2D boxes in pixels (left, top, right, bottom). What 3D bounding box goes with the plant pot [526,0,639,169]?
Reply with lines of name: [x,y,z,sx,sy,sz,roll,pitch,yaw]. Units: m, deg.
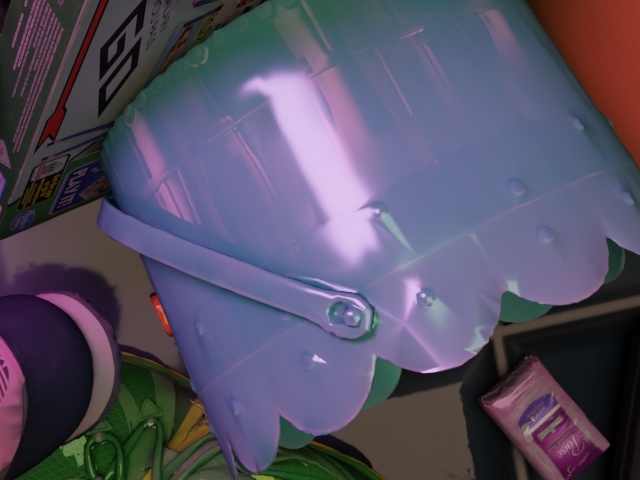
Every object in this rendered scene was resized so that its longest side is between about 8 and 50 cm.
plant pot: [0.225,-0.160,0.659,0.291,0.291,0.203,-8,111,-9]

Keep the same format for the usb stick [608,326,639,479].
usb stick: [0.229,0.193,0.777,0.077,0.045,0.278,8,91,-9]

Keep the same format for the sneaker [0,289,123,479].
sneaker: [-0.258,0.132,0.610,0.319,0.131,0.112,-40,80,17]

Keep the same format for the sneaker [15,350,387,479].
sneaker: [-0.081,0.140,0.680,0.296,0.123,0.109,17,89,-3]

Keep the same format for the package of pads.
package of pads: [0.149,0.122,0.767,0.050,0.032,0.083,-41,98,-2]

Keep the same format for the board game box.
board game box: [-0.049,-0.116,0.551,0.213,0.317,0.046,-25,80,-31]

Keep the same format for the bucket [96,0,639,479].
bucket: [0.028,-0.013,0.600,0.281,0.281,0.183,-27,81,-7]

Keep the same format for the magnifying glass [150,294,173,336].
magnifying glass: [0.000,0.000,0.743,0.231,0.026,0.092,-26,96,-9]

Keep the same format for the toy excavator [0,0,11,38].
toy excavator: [-0.048,-0.267,0.603,0.445,0.433,0.222,-24,97,21]
